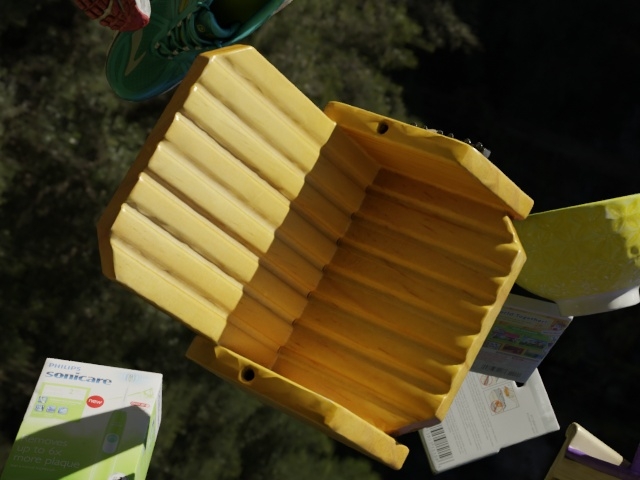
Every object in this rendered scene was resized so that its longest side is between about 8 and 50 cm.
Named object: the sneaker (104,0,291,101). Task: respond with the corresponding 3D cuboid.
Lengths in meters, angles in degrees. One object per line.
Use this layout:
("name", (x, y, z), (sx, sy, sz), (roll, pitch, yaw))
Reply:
("sneaker", (-0.140, -0.249, 1.342), (0.275, 0.107, 0.110), (-33, -159, 18))

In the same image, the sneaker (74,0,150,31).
("sneaker", (-0.213, -0.312, 1.166), (0.093, 0.225, 0.088), (-12, 165, -43))

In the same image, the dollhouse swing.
("dollhouse swing", (0.000, 0.000, 1.270), (0.346, 0.315, 0.305), (-60, 147, -12))

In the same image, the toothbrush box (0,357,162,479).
("toothbrush box", (-0.391, 0.346, 1.961), (0.283, 0.206, 0.122), (-81, 179, -53))

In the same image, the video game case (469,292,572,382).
("video game case", (0.250, 0.142, 1.845), (0.206, 0.227, 0.026), (111, -9, -52))

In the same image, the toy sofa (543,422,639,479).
("toy sofa", (0.482, 0.339, 1.609), (0.177, 0.150, 0.362), (-59, -159, -10))

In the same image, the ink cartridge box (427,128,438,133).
("ink cartridge box", (0.087, -0.070, 1.783), (0.235, 0.088, 0.193), (-5, 136, -50))

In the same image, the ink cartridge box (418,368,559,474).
("ink cartridge box", (0.273, 0.258, 2.151), (0.060, 0.239, 0.275), (75, -4, -75))

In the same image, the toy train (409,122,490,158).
("toy train", (0.157, -0.120, 1.519), (0.158, 0.027, 0.036), (26, -93, 51))

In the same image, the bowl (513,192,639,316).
("bowl", (0.388, 0.024, 1.700), (0.289, 0.290, 0.156), (8, 72, -86))
